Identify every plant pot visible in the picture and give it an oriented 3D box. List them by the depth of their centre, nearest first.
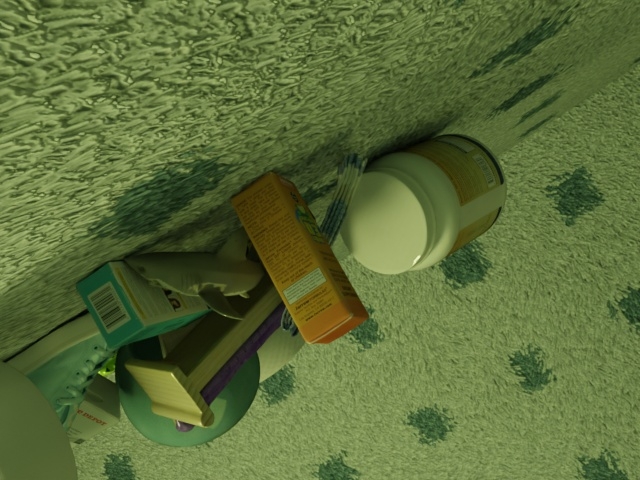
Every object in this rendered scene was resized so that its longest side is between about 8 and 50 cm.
[{"bbox_3d":[-0.278,0.231,1.341,0.290,0.290,0.195,-31,147,-13],"label":"plant pot"}]

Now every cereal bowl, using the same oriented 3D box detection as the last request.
[{"bbox_3d":[-0.186,0.189,1.599,0.339,0.141,0.339,-27,-154,14],"label":"cereal bowl"}]

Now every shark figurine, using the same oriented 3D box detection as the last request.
[{"bbox_3d":[-0.122,0.023,0.990,0.278,0.166,0.116,-10,122,-63],"label":"shark figurine"}]

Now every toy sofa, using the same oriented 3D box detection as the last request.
[{"bbox_3d":[-0.137,0.163,1.188,0.150,0.177,0.362,-3,-146,45],"label":"toy sofa"}]

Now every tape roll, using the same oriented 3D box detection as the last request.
[{"bbox_3d":[-0.431,0.285,0.823,0.286,0.286,0.100,-36,172,26],"label":"tape roll"}]

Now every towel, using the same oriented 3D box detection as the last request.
[{"bbox_3d":[0.000,0.000,1.064,0.209,0.034,0.284,-126,-122,-87],"label":"towel"}]

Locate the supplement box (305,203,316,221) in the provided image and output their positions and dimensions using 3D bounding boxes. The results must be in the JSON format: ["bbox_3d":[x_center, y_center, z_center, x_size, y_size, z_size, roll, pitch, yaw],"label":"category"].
[{"bbox_3d":[-0.041,-0.036,1.295,0.055,0.043,0.083,-33,174,-3],"label":"supplement box"}]

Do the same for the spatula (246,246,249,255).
[{"bbox_3d":[-0.231,0.072,1.272,0.297,0.030,0.084,-29,174,-32],"label":"spatula"}]

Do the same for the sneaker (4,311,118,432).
[{"bbox_3d":[-0.414,0.234,1.092,0.366,0.150,0.135,-32,174,-3],"label":"sneaker"}]

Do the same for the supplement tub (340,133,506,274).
[{"bbox_3d":[0.201,-0.074,1.337,0.316,0.228,0.228,-25,170,-48],"label":"supplement tub"}]

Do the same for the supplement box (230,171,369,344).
[{"bbox_3d":[-0.029,0.023,0.929,0.080,0.233,0.078,-36,162,14],"label":"supplement box"}]

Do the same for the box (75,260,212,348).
[{"bbox_3d":[-0.243,0.082,0.990,0.060,0.100,0.244,-32,173,11],"label":"box"}]

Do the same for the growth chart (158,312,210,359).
[{"bbox_3d":[-0.225,0.162,1.219,0.021,0.237,0.172,-1,-170,45],"label":"growth chart"}]

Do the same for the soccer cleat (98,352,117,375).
[{"bbox_3d":[-0.461,0.275,1.619,0.179,0.060,0.072,-17,174,-44],"label":"soccer cleat"}]

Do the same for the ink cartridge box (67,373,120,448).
[{"bbox_3d":[-0.491,0.312,1.241,0.209,0.086,0.153,-30,135,11],"label":"ink cartridge box"}]
